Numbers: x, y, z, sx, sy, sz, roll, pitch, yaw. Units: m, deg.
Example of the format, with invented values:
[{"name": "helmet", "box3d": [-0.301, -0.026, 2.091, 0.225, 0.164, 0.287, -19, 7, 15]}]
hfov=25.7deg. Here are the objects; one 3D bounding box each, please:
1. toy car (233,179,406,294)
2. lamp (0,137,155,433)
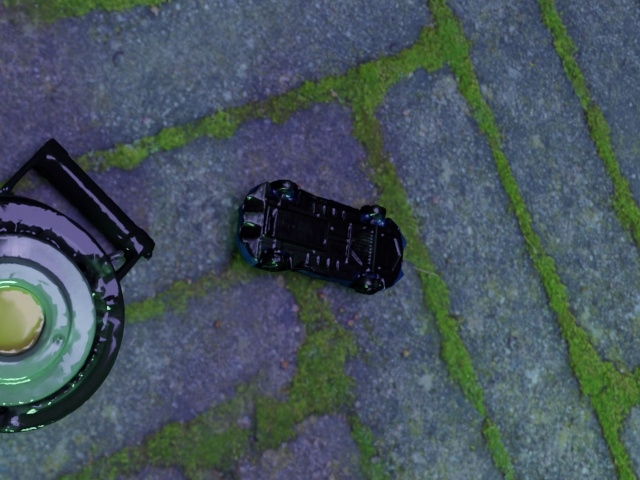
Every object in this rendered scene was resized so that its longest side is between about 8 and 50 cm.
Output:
[{"name": "toy car", "box3d": [0.000, 0.000, 1.576, 0.216, 0.063, 0.103, 15, 73, -30]}, {"name": "lamp", "box3d": [-0.283, 0.054, 1.296, 0.205, 0.272, 0.374, 48, 62, -13]}]
